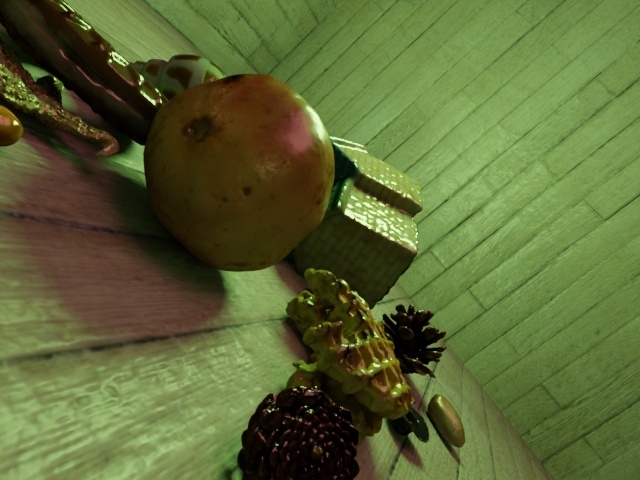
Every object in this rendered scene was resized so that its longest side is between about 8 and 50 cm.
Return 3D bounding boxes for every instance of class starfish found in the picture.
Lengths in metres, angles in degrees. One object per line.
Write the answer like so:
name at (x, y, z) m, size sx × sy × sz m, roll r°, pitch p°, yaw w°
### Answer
starfish at (-0.434, -0.230, 0.597) m, size 0.299 × 0.060 × 0.302 m, roll 38°, pitch 5°, yaw -43°

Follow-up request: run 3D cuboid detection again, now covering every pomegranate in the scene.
pomegranate at (-0.138, -0.115, 0.748) m, size 0.342 × 0.342 × 0.342 m, roll 47°, pitch 11°, yaw -12°

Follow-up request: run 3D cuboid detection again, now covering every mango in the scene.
mango at (-0.398, -0.147, 0.496) m, size 0.089 × 0.046 × 0.060 m, roll 37°, pitch 16°, yaw -33°

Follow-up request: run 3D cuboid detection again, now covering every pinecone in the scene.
pinecone at (-0.027, 0.236, 0.482) m, size 0.140 × 0.140 × 0.120 m, roll 47°, pitch -22°, yaw -12°
pinecone at (0.272, 0.298, 1.290) m, size 0.228 × 0.201 × 0.203 m, roll 26°, pitch -23°, yaw 43°

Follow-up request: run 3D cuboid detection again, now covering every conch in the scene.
conch at (-0.323, -0.341, 1.088) m, size 0.368 × 0.197 × 0.249 m, roll 47°, pitch -26°, yaw 9°

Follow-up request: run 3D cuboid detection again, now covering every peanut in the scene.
peanut at (0.360, 0.514, 1.213) m, size 0.076 × 0.076 × 0.152 m, roll 38°, pitch 21°, yaw -47°

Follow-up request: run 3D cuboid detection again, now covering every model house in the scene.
model house at (0.048, -0.057, 1.305) m, size 0.399 × 0.395 × 0.446 m, roll 31°, pitch 32°, yaw -10°

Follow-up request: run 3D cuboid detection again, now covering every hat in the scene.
hat at (0.191, 0.408, 0.955) m, size 0.121 × 0.050 × 0.121 m, roll 42°, pitch 11°, yaw -11°

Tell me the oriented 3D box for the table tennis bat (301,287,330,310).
table tennis bat at (-0.013, 0.170, 1.034) m, size 0.130 × 0.019 × 0.220 m, roll 55°, pitch 11°, yaw 20°

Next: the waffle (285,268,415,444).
waffle at (0.046, 0.209, 0.799) m, size 0.261 × 0.151 × 0.324 m, roll 44°, pitch 16°, yaw -17°

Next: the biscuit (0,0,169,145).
biscuit at (-0.399, -0.306, 0.765) m, size 0.332 × 0.103 × 0.332 m, roll 45°, pitch 1°, yaw -1°
